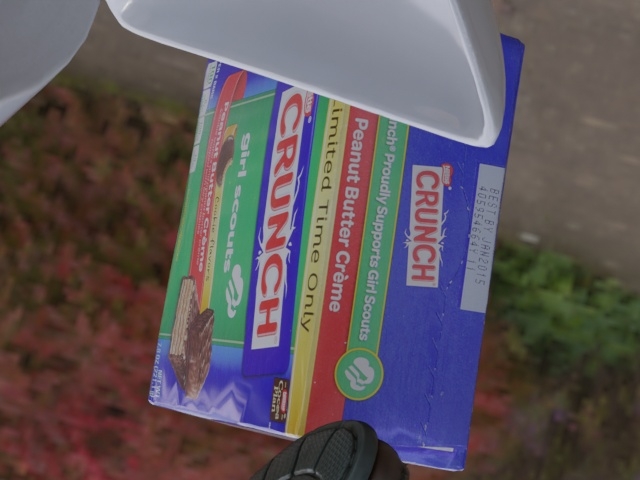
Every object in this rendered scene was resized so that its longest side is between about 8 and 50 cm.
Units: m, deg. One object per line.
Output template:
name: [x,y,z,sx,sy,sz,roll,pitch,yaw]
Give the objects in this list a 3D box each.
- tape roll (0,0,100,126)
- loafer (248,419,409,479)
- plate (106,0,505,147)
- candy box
tape roll: [-0.216,-0.136,0.627,0.286,0.286,0.100,24,134,-38]
loafer: [-0.026,0.184,0.966,0.084,0.096,0.267,35,132,-15]
plate: [-0.044,-0.185,0.643,0.278,0.045,0.277,23,141,52]
candy box: [0.000,0.000,1.192,0.122,0.268,0.317,11,175,-22]
